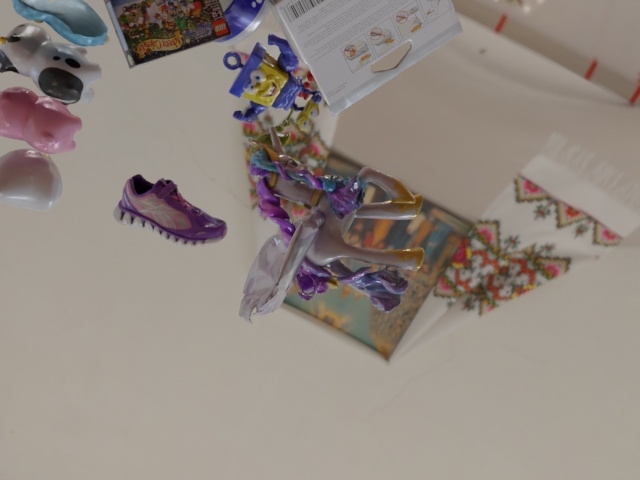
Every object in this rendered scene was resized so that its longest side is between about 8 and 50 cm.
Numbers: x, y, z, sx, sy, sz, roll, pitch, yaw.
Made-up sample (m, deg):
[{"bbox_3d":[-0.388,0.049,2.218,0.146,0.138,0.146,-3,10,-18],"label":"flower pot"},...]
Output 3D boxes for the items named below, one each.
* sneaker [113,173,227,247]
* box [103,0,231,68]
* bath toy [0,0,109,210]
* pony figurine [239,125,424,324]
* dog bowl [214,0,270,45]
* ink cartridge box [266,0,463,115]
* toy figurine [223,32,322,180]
[{"bbox_3d":[-0.288,-0.063,1.720,0.236,0.105,0.095,18,-156,14],"label":"sneaker"},{"bbox_3d":[-0.320,-0.473,1.879,0.233,0.044,0.159,-25,-79,-26],"label":"box"},{"bbox_3d":[-0.437,-0.198,1.342,0.151,0.348,0.129,41,-148,29],"label":"bath toy"},{"bbox_3d":[0.000,0.000,1.639,0.363,0.303,0.351,18,-101,-15],"label":"pony figurine"},{"bbox_3d":[-0.223,-0.593,2.071,0.104,0.265,0.265,16,-145,-48],"label":"dog bowl"},{"bbox_3d":[0.077,-0.372,1.456,0.275,0.239,0.060,-33,-137,-2],"label":"ink cartridge box"},{"bbox_3d":[-0.117,-0.326,1.886,0.217,0.362,0.191,26,-144,-19],"label":"toy figurine"}]
